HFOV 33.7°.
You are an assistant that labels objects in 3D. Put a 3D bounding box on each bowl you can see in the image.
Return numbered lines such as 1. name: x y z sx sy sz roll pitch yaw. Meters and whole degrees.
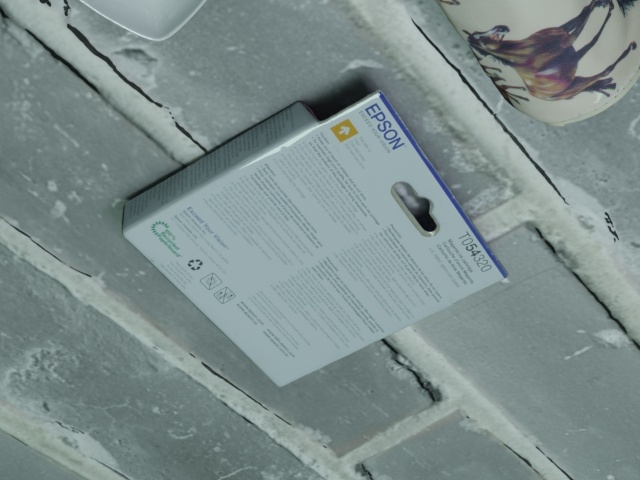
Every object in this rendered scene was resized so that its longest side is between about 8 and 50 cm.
1. bowl: -0.161 -0.268 0.963 0.142 0.053 0.142 30 123 -28

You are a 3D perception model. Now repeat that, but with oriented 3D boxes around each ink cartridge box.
1. ink cartridge box: 0.000 0.000 1.217 0.330 0.071 0.324 -28 128 15

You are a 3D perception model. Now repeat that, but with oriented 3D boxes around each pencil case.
1. pencil case: 0.144 -0.293 0.903 0.159 0.184 0.410 -6 140 40
